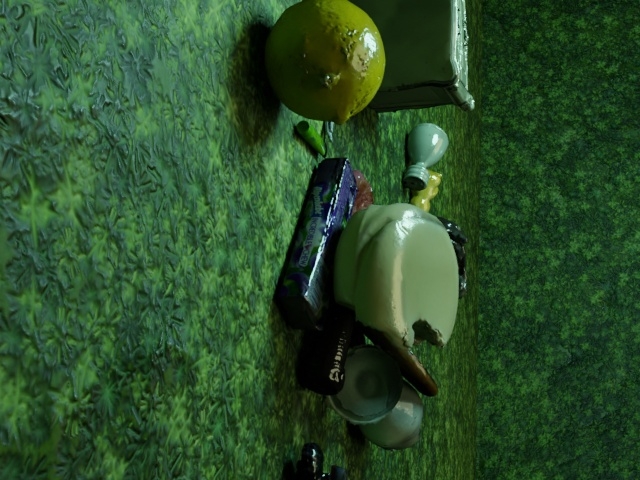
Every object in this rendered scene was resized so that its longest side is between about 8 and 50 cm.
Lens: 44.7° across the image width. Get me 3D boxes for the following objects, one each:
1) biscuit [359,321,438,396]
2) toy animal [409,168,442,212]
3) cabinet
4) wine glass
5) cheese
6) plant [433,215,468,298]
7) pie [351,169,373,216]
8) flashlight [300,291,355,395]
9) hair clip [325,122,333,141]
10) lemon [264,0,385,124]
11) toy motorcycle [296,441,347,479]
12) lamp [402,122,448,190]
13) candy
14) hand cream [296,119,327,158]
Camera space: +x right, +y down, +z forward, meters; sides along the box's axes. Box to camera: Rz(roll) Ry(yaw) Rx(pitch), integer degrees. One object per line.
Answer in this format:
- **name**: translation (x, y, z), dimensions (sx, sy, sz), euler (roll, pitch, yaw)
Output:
- **biscuit**: translation (0.147, 0.220, 1.496), dimensions (0.036, 0.212, 0.212), euler (-41, 146, -7)
- **toy animal**: translation (0.258, -0.107, 2.032), dimensions (0.070, 0.083, 0.159), euler (127, -21, -75)
- **cabinet**: translation (0.183, -0.413, 1.555), dimensions (0.318, 0.227, 0.290), euler (0, 88, -71)
- **wine glass**: translation (0.112, 0.301, 1.436), dimensions (0.321, 0.143, 0.143), euler (54, 38, -61)
- **cheese**: translation (0.126, 0.069, 1.237), dimensions (0.266, 0.127, 0.233), euler (24, 64, -50)
- **plant**: translation (0.238, 0.051, 1.733), dimensions (0.276, 0.199, 0.188), euler (-44, 126, -74)
- **pie**: translation (0.065, -0.063, 1.468), dimensions (0.153, 0.038, 0.154), euler (-2, 90, -69)
- **flashlight**: translation (0.022, 0.136, 1.265), dimensions (0.093, 0.093, 0.232), euler (66, 34, -49)
- **hair clip**: translation (0.028, -0.228, 1.375), dimensions (0.030, 0.039, 0.115), euler (51, 43, -53)
- **lemon**: translation (0.006, -0.259, 1.102), dimensions (0.173, 0.173, 0.206), euler (66, 19, -49)
- **toy motorcycle**: translation (0.004, 0.407, 1.175), dimensions (0.122, 0.082, 0.213), euler (-72, 152, -47)
- **lamp**: translation (0.265, -0.216, 1.990), dimensions (0.106, 0.106, 0.193), euler (63, 38, -52)
- **candy**: translation (0.000, 0.000, 1.233), dimensions (0.088, 0.061, 0.312), euler (69, 28, -42)
- **hand cream**: translation (-0.010, -0.167, 1.273), dimensions (0.122, 0.023, 0.036), euler (32, 47, -70)
